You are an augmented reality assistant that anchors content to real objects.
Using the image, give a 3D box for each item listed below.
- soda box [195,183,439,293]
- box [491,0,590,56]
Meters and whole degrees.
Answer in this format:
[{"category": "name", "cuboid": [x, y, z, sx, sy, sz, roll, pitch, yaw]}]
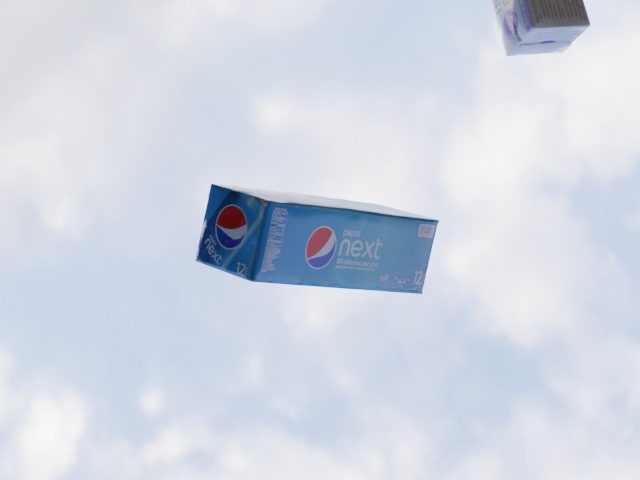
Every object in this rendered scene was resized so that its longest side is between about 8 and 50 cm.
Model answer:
[{"category": "soda box", "cuboid": [0.000, 0.000, 1.587, 0.071, 0.067, 0.210, 18, -173, 42]}, {"category": "box", "cuboid": [0.172, -0.332, 1.825, 0.067, 0.063, 0.324, -7, -107, -24]}]
